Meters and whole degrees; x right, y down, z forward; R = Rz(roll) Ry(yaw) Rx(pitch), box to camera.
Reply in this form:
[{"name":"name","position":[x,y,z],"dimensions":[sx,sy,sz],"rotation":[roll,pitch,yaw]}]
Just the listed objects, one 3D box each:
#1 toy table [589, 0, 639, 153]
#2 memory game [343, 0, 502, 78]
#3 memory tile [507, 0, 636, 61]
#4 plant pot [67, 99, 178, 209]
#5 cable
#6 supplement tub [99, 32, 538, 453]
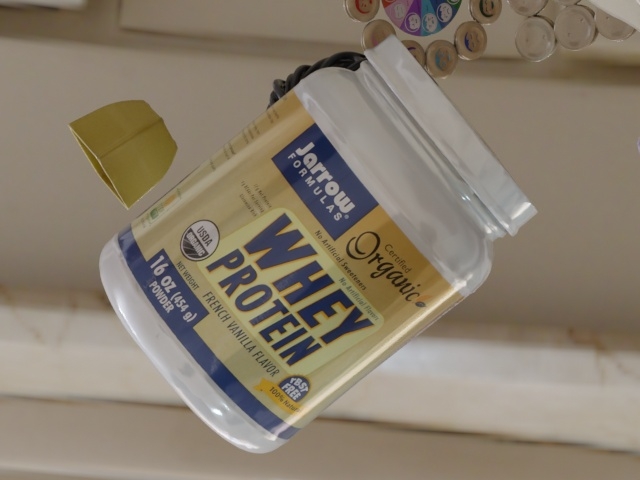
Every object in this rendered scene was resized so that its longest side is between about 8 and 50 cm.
[{"name":"toy table","position":[0.306,-0.153,1.281],"dimensions":[0.252,0.161,0.274],"rotation":[-12,-168,30]},{"name":"memory game","position":[0.097,-0.239,1.675],"dimensions":[0.186,0.186,0.012],"rotation":[16,177,-33]},{"name":"memory tile","position":[0.216,-0.211,1.452],"dimensions":[0.148,0.113,0.012],"rotation":[-11,-179,33]},{"name":"plant pot","position":[-0.200,-0.100,1.898],"dimensions":[0.081,0.083,0.081],"rotation":[45,167,47]},{"name":"cable","position":[0.037,-0.111,1.692],"dimensions":[0.184,0.150,0.047],"rotation":[-25,157,-32]},{"name":"supplement tub","position":[0.000,0.000,1.511],"dimensions":[0.316,0.228,0.228],"rotation":[-40,152,6]}]
